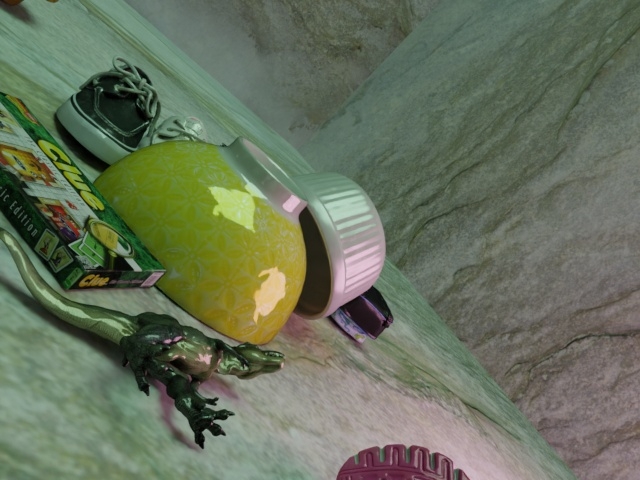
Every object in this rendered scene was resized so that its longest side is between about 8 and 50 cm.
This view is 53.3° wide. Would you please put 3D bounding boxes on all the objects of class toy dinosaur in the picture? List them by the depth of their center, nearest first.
[{"bbox_3d":[-0.122,0.086,0.490,0.268,0.064,0.118,35,6,-39],"label":"toy dinosaur"}]

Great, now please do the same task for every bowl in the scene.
[{"bbox_3d":[-0.109,-0.032,0.774,0.289,0.156,0.289,43,8,-8],"label":"bowl"}]

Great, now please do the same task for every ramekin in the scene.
[{"bbox_3d":[0.000,0.000,0.910,0.109,0.207,0.207,-19,52,-30],"label":"ramekin"}]

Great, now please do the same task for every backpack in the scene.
[{"bbox_3d":[0.063,0.114,1.121,0.105,0.084,0.114,42,14,-21],"label":"backpack"}]

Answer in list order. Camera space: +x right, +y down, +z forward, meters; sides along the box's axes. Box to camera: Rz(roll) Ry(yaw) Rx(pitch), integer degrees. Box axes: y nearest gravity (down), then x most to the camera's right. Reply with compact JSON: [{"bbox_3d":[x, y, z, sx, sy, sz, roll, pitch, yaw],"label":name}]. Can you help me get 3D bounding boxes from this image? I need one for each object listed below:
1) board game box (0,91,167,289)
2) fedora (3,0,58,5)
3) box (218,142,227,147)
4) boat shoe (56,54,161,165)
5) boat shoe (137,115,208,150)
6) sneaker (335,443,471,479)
[{"bbox_3d":[-0.262,-0.056,0.595,0.259,0.030,0.136,47,6,12],"label":"board game box"},{"bbox_3d":[-0.531,-0.456,1.063,0.194,0.079,0.194,49,10,-12],"label":"fedora"},{"bbox_3d":[-0.071,-0.034,1.220,0.242,0.076,0.307,49,9,27],"label":"box"},{"bbox_3d":[-0.277,-0.189,0.893,0.113,0.105,0.306,42,9,-19],"label":"boat shoe"},{"bbox_3d":[-0.224,-0.152,0.997,0.098,0.096,0.277,42,9,-20],"label":"boat shoe"},{"bbox_3d":[0.123,0.283,0.589,0.252,0.111,0.103,26,38,1],"label":"sneaker"}]
